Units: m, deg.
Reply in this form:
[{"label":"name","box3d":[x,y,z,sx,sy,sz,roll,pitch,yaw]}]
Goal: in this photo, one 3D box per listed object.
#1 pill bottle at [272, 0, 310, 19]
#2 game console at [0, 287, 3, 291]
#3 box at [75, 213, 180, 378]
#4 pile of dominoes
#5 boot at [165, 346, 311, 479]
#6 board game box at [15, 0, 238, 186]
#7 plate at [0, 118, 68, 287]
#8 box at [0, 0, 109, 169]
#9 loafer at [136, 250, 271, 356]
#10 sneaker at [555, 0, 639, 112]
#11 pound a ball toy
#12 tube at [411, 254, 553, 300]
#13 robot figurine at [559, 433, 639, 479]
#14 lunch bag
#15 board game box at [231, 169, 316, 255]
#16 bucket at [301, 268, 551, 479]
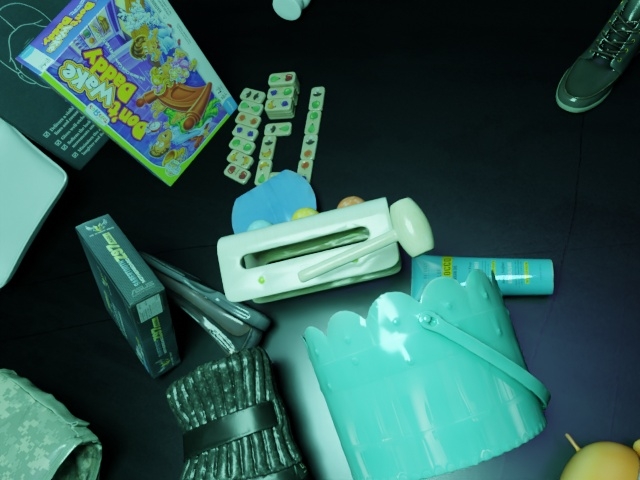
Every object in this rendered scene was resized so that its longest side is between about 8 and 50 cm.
[{"label":"pill bottle","box3d":[-0.053,-0.588,1.036,0.087,0.087,0.160,10,72,20]},{"label":"game console","box3d":[-0.842,0.071,1.022,0.341,0.060,0.387,13,73,15]},{"label":"box","box3d":[-0.312,0.098,0.751,0.059,0.233,0.183,-29,59,-31]},{"label":"pile of dominoes","box3d":[-0.100,-0.228,0.927,0.195,0.040,0.251,1,68,17]},{"label":"boot","box3d":[-0.184,0.336,0.650,0.347,0.131,0.260,-28,75,-8]},{"label":"board game box","box3d":[-0.322,-0.285,0.845,0.078,0.347,0.233,33,81,25]},{"label":"plate","box3d":[-0.663,-0.085,0.962,0.277,0.045,0.278,36,95,22]},{"label":"box","box3d":[-0.592,-0.393,0.943,0.212,0.395,0.293,35,81,25]},{"label":"loafer","box3d":[-0.232,0.110,0.792,0.302,0.109,0.095,23,80,21]},{"label":"sneaker","box3d":[0.475,-0.322,0.750,0.083,0.118,0.222,38,82,26]},{"label":"pound a ball toy","box3d":[0.000,0.000,0.695,0.319,0.208,0.136,-14,79,10]},{"label":"tube","box3d":[0.244,0.057,0.706,0.207,0.052,0.080,-2,61,22]},{"label":"robot figurine","box3d":[0.373,0.318,0.512,0.219,0.128,0.158,30,94,24]},{"label":"lunch bag","box3d":[-0.491,0.379,0.720,0.235,0.169,0.287,23,81,24]},{"label":"board game box","box3d":[-0.082,-0.047,0.852,0.168,0.033,0.133,-30,68,9]},{"label":"bucket","box3d":[0.127,0.167,0.571,0.281,0.281,0.183,-20,73,8]}]
